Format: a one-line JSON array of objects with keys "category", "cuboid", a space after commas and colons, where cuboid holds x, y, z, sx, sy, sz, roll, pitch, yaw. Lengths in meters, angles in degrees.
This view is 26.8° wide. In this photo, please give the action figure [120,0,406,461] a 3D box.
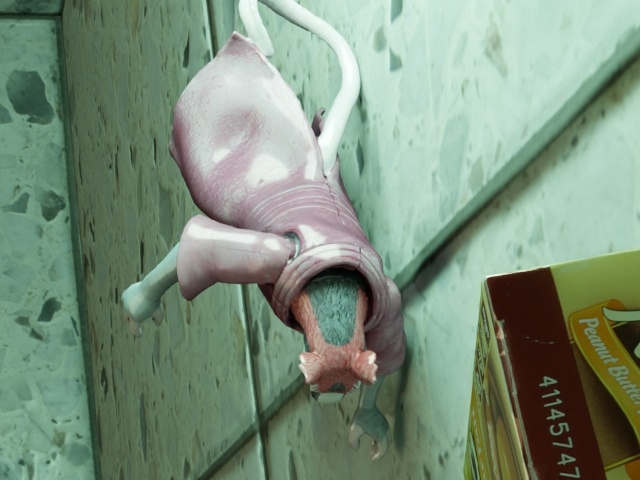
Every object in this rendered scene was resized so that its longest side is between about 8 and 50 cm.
[{"category": "action figure", "cuboid": [0.000, 0.000, 1.099, 0.275, 0.248, 0.370, -56, 29, 16]}]

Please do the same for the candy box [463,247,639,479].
[{"category": "candy box", "cuboid": [0.128, 0.148, 0.635, 0.316, 0.088, 0.182, 81, 179, -66]}]
